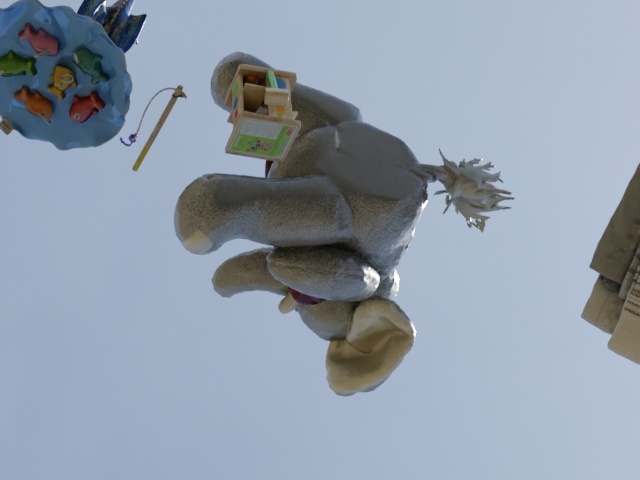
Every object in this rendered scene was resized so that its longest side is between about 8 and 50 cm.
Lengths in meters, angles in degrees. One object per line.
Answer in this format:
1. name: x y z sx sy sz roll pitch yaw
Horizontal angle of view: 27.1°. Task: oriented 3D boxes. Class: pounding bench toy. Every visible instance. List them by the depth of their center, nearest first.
1. pounding bench toy: -0.045 -0.119 1.113 0.083 0.052 0.065 121 -28 -52

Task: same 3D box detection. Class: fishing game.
1. fishing game: -0.288 -0.166 1.397 0.189 0.264 0.041 -48 -164 40

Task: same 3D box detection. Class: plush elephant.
1. plush elephant: 0.000 0.000 1.360 0.272 0.330 0.255 -92 -163 -46

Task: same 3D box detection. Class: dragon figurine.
1. dragon figurine: -0.290 -0.280 1.788 0.085 0.144 0.289 28 -104 -9

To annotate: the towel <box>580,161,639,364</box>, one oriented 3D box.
1. towel: 0.436 0.010 1.280 0.324 0.056 0.312 27 -77 28
